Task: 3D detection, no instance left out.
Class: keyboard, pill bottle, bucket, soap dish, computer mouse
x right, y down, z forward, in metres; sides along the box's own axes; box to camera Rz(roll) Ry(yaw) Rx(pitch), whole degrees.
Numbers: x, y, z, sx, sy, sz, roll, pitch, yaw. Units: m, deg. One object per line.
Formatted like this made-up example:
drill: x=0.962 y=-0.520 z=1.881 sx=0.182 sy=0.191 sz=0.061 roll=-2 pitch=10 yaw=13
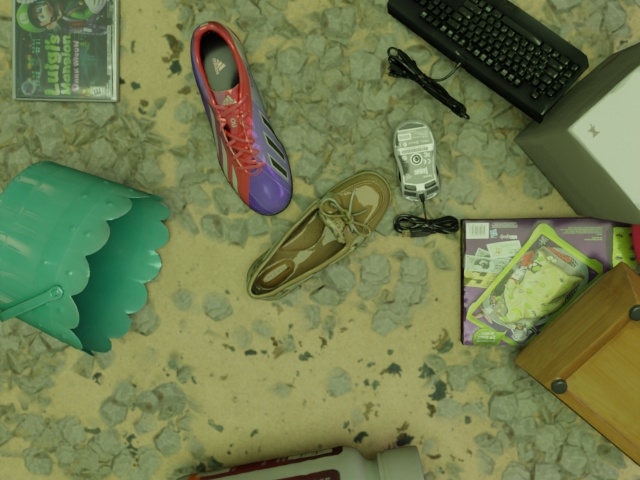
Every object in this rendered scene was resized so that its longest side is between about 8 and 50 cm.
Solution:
keyboard: x=0.225 y=-0.288 z=1.270 sx=0.317 sy=0.033 sz=0.201 roll=42 pitch=94 yaw=22
pill bottle: x=-0.024 y=0.448 z=1.296 sx=0.392 sy=0.224 sz=0.224 roll=-11 pitch=94 yaw=3
bucket: x=-0.370 y=0.022 z=1.255 sx=0.183 sy=0.281 sz=0.281 roll=21 pitch=95 yaw=9
soap dish: x=0.483 y=0.207 z=1.277 sx=0.291 sy=0.118 sz=0.229 roll=40 pitch=107 yaw=-11
computer mouse: x=0.161 y=-0.101 z=1.339 sx=0.106 sy=0.042 sz=0.193 roll=-7 pitch=100 yaw=7

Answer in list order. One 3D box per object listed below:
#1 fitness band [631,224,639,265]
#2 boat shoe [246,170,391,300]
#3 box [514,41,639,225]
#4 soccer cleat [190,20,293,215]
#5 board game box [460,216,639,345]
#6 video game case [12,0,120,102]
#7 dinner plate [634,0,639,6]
fitness band: x=0.556 y=-0.004 z=1.157 sx=0.054 sy=0.291 sz=0.209 roll=-37 pitch=86 yaw=-28
boat shoe: x=0.000 y=0.000 z=1.326 sx=0.285 sy=0.089 sz=0.104 roll=-43 pitch=92 yaw=4
box: x=0.438 y=-0.157 z=1.172 sx=0.215 sy=0.345 sz=0.168 roll=-41 pitch=92 yaw=5
soccer cleat: x=-0.130 y=-0.187 z=1.302 sx=0.109 sy=0.116 sz=0.318 roll=-18 pitch=93 yaw=3
board game box: x=0.401 y=0.065 z=1.341 sx=0.347 sy=0.056 sz=0.208 roll=0 pitch=90 yaw=2
video game case: x=-0.413 y=-0.321 z=1.348 sx=0.173 sy=0.022 sz=0.190 roll=2 pitch=95 yaw=2
dinner plate: x=0.554 y=-0.425 z=1.312 sx=0.141 sy=0.017 sz=0.141 roll=0 pitch=93 yaw=2
